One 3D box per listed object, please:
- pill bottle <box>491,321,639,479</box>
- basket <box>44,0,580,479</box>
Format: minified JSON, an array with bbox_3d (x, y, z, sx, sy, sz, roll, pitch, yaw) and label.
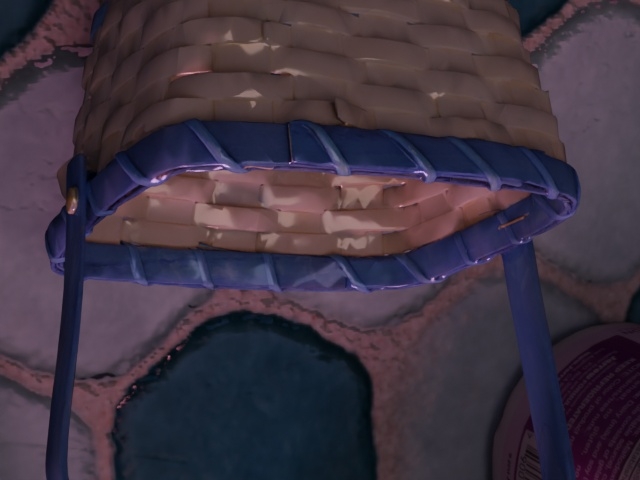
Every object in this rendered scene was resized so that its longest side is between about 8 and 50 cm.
[{"bbox_3d":[0.238,0.157,0.799,0.169,0.301,0.169,-6,103,-25],"label":"pill bottle"},{"bbox_3d":[0.000,0.000,0.696,0.255,0.201,0.289,7,66,-25],"label":"basket"}]
